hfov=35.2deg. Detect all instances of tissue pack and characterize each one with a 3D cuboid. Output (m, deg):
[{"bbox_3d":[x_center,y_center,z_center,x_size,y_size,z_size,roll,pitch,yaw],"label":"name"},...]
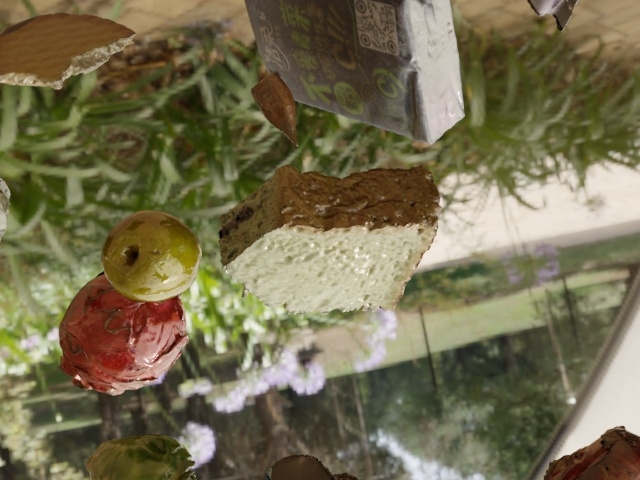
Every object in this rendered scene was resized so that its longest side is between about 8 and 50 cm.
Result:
[{"bbox_3d":[0.048,-0.348,1.714,0.394,0.288,0.124,23,-129,40],"label":"tissue pack"}]

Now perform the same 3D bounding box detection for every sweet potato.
[{"bbox_3d":[-0.054,-0.171,1.337,0.049,0.117,0.049,-22,156,-10],"label":"sweet potato"}]

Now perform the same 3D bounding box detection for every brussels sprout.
[{"bbox_3d":[-0.270,0.346,1.519,0.181,0.100,0.139,24,-155,24],"label":"brussels sprout"}]

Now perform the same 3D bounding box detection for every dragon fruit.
[{"bbox_3d":[-0.365,0.168,1.855,0.241,0.241,0.252,-7,136,-29],"label":"dragon fruit"}]

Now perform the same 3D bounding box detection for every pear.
[{"bbox_3d":[-0.262,0.025,1.570,0.149,0.148,0.162,-13,177,19],"label":"pear"}]

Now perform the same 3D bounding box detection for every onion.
[{"bbox_3d":[0.315,0.304,1.135,0.184,0.147,0.184,-34,171,-6],"label":"onion"}]

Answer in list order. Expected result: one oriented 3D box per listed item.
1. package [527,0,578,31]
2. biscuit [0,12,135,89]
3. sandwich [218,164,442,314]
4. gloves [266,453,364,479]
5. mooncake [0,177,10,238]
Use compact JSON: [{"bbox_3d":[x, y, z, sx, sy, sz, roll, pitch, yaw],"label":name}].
[{"bbox_3d":[0.318,-0.450,1.451,0.062,0.250,0.204,-27,165,-15],"label":"package"},{"bbox_3d":[-0.385,-0.284,1.514,0.229,0.176,0.031,-6,138,-22],"label":"biscuit"},{"bbox_3d":[0.000,0.000,1.579,0.326,0.131,0.262,-1,146,-15],"label":"sandwich"},{"bbox_3d":[0.044,0.400,1.395,0.210,0.135,0.312,9,160,46],"label":"gloves"},{"bbox_3d":[-0.662,-0.059,1.666,0.255,0.136,0.250,1,167,6],"label":"mooncake"}]
